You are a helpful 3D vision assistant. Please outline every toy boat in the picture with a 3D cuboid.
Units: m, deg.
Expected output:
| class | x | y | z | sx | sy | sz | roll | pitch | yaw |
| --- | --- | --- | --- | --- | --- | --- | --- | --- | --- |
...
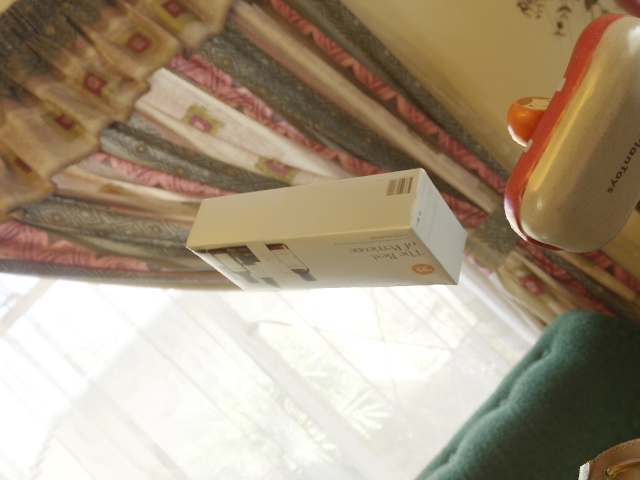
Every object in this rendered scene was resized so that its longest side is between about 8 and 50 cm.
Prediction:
| class | x | y | z | sx | sy | sz | roll | pitch | yaw |
| --- | --- | --- | --- | --- | --- | --- | --- | --- | --- |
| toy boat | 0.251 | -0.112 | 0.648 | 0.150 | 0.151 | 0.231 | 15 | -73 | -37 |

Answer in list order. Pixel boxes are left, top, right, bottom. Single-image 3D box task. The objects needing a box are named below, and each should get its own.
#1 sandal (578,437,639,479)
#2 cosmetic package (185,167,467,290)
| class | x | y | z | sx | sy | sz | roll | pitch | yaw |
| --- | --- | --- | --- | --- | --- | --- | --- | --- | --- |
| sandal | 0.230 | 0.169 | 0.440 | 0.302 | 0.086 | 0.120 | -37 | -29 | -22 |
| cosmetic package | 0.000 | 0.000 | 0.584 | 0.238 | 0.099 | 0.061 | -5 | 59 | 35 |
